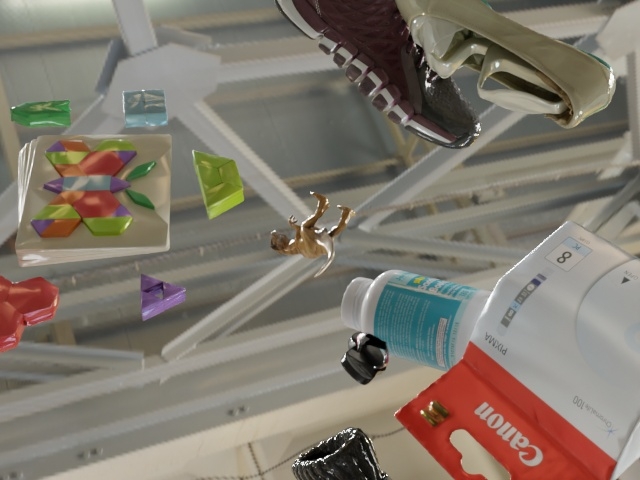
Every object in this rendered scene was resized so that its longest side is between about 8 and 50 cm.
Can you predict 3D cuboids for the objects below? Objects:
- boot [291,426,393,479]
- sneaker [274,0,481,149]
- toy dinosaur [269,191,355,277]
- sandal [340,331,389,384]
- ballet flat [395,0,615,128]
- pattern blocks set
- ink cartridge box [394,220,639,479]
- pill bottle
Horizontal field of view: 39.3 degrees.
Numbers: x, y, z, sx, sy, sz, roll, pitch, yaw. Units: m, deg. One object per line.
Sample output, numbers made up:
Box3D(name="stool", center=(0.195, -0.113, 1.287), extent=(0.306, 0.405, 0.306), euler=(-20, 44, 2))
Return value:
Box3D(name="boot", center=(0.115, 0.372, 1.217), extent=(0.131, 0.348, 0.260), euler=(-21, -95, -45))
Box3D(name="sneaker", center=(0.093, -0.234, 0.950), extent=(0.281, 0.162, 0.106), euler=(40, -148, -2))
Box3D(name="toy dinosaur", center=(0.000, 0.000, 1.177), extent=(0.064, 0.211, 0.112), euler=(29, -98, -22))
Box3D(name="sandal", center=(0.069, 0.156, 1.236), extent=(0.067, 0.040, 0.179), euler=(41, -170, 4))
Box3D(name="ballet flat", center=(0.153, -0.178, 0.842), extent=(0.248, 0.086, 0.086), euler=(31, -129, 22))
Box3D(name="pattern blocks set", center=(-0.216, -0.044, 0.851), extent=(0.285, 0.026, 0.325), euler=(-12, -134, -18))
Box3D(name="ink cartridge box", center=(0.308, 0.172, 1.191), extent=(0.385, 0.091, 0.308), euler=(-38, -142, -8))
Box3D(name="pill bottle", center=(0.169, 0.132, 1.501), extent=(0.264, 0.146, 0.146), euler=(13, -135, 32))
